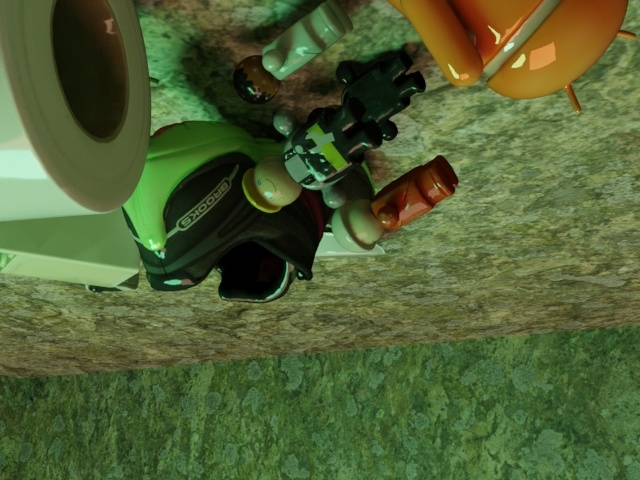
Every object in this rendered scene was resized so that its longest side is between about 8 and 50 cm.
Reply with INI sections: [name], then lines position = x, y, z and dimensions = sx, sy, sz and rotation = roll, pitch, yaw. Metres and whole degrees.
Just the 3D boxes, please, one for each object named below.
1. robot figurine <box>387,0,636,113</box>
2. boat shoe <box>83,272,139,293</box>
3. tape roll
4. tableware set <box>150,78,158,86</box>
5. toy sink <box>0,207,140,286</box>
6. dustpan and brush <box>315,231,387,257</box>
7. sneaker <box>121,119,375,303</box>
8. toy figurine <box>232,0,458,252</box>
[robot figurine]
position = 0.126, -0.190, 0.510
dimensions = 0.128, 0.219, 0.158
rotation = -50, 180, 27
[boat shoe]
position = -0.427, 0.044, 1.310
dimensions = 0.091, 0.115, 0.302
rotation = -8, 161, 2
[tape roll]
position = -0.259, -0.136, 0.564
dimensions = 0.169, 0.246, 0.246
rotation = -3, 162, 8
[tableware set]
position = -0.293, -0.165, 0.798
dimensions = 0.194, 0.039, 0.128
rotation = 12, 158, -34
[toy sink]
position = -0.393, -0.029, 1.029
dimensions = 0.234, 0.153, 0.131
rotation = 11, 159, -34
[dustpan and brush]
position = 0.000, 0.000, 1.303
dimensions = 0.211, 0.060, 0.147
rotation = 1, 175, -26
[sneaker]
position = -0.076, -0.026, 0.881
dimensions = 0.185, 0.203, 0.482
rotation = -8, 179, 30
[toy figurine]
position = 0.016, -0.108, 0.709
dimensions = 0.148, 0.213, 0.209
rotation = -30, 149, 31
